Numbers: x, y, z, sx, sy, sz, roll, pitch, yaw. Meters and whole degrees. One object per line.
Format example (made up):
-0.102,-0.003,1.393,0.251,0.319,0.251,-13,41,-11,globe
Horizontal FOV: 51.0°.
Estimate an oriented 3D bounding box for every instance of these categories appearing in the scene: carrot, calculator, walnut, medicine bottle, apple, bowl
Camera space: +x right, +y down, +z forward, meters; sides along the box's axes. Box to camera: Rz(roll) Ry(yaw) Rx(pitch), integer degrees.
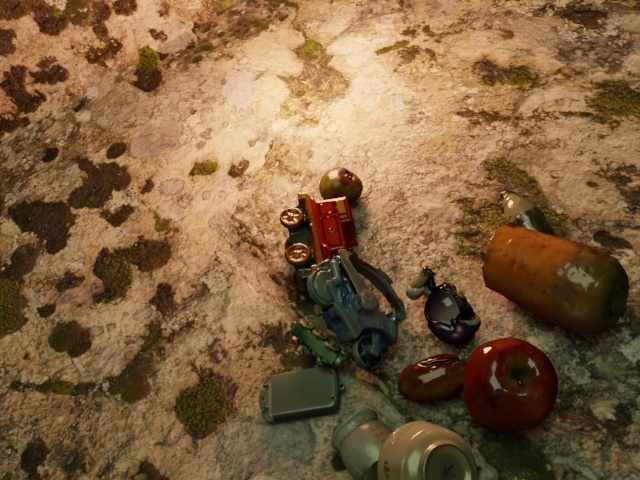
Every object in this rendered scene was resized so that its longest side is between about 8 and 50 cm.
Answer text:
0.604,0.100,1.736,0.341,0.224,0.224,22,64,39,carrot
-0.051,0.418,1.833,0.246,0.045,0.141,-13,51,10,calculator
0.297,0.351,1.723,0.207,0.115,0.115,-17,51,7,walnut
0.117,0.507,1.644,0.147,0.147,0.143,-35,49,-8,medicine bottle
0.449,0.349,1.611,0.230,0.230,0.230,-9,52,12,apple
0.258,0.526,1.518,0.238,0.126,0.237,7,70,-19,bowl

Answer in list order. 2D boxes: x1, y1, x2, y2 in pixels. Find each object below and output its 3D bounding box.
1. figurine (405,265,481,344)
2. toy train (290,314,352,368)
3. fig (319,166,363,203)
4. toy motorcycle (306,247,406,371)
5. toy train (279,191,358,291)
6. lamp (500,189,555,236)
0.328,0.181,1.813,0.145,0.145,0.222,-42,70,-13,figurine
0.006,0.281,1.868,0.194,0.125,0.080,35,112,30,toy train
0.064,-0.176,2.186,0.136,0.120,0.153,-4,19,-31,fig
0.117,0.171,1.816,0.241,0.182,0.319,-34,89,-15,toy motorcycle
0.000,0.000,2.061,0.232,0.163,0.369,-12,51,0,toy train
0.595,-0.052,1.926,0.101,0.101,0.250,-26,54,0,lamp
